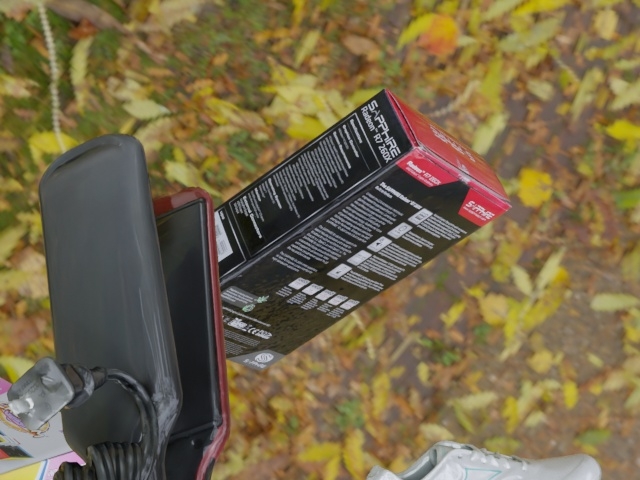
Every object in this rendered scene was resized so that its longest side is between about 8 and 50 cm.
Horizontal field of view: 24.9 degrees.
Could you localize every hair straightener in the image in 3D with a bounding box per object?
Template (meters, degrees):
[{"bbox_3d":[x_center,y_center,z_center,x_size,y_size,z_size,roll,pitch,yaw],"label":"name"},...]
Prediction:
[{"bbox_3d":[-0.063,0.067,0.392,0.047,0.230,0.089,-17,146,24],"label":"hair straightener"}]

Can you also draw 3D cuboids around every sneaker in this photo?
[{"bbox_3d":[0.099,0.150,0.884,0.152,0.054,0.061,-14,89,-10],"label":"sneaker"}]

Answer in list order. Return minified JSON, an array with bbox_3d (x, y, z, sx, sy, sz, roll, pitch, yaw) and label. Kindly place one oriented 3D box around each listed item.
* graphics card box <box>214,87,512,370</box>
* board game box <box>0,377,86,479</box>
[{"bbox_3d":[0.000,0.000,1.607,0.371,0.094,0.233,-36,150,19],"label":"graphics card box"},{"bbox_3d":[-0.432,0.237,1.624,0.317,0.242,0.064,-10,119,-54],"label":"board game box"}]
